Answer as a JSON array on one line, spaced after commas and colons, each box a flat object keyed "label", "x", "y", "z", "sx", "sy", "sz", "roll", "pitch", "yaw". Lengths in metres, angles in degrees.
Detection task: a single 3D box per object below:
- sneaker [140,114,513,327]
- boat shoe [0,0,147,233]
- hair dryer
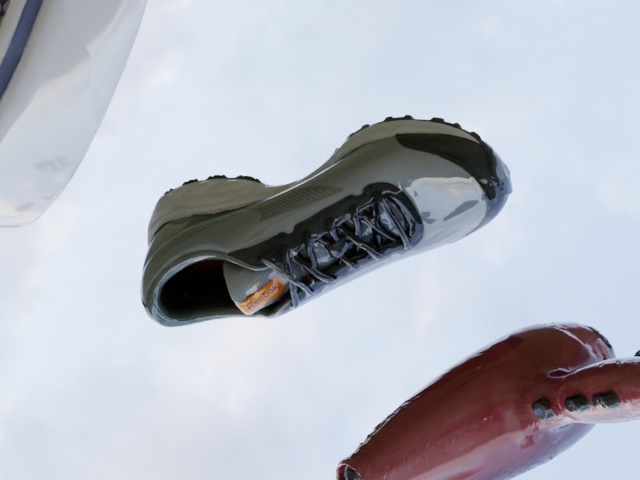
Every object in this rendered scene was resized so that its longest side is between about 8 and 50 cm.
[{"label": "sneaker", "x": 0.000, "y": 0.000, "z": 0.972, "sx": 0.272, "sy": 0.100, "sz": 0.108, "roll": -17, "pitch": -146, "yaw": 23}, {"label": "boat shoe", "x": -0.135, "y": -0.172, "z": 0.427, "sx": 0.127, "sy": 0.158, "sz": 0.340, "roll": -34, "pitch": -131, "yaw": 44}, {"label": "hair dryer", "x": 0.140, "y": 0.075, "z": 0.817, "sx": 0.294, "sy": 0.223, "sz": 0.080, "roll": -28, "pitch": -99, "yaw": 11}]
